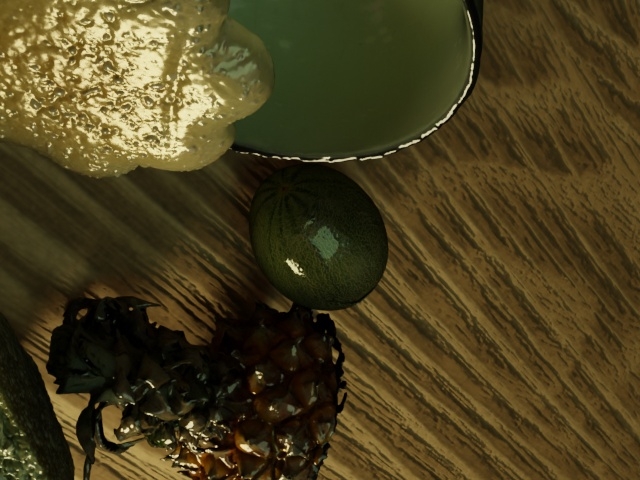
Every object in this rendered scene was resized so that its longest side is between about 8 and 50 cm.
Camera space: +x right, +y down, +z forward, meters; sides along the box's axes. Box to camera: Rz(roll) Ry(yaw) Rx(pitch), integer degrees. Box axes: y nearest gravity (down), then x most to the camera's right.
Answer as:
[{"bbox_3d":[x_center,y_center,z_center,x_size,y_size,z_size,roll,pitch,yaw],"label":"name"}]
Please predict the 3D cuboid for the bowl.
[{"bbox_3d":[-0.027,-0.239,1.061,0.354,0.353,0.185,63,36,-48],"label":"bowl"}]

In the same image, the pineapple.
[{"bbox_3d":[-0.153,0.149,1.353,0.271,0.262,0.262,21,111,-33],"label":"pineapple"}]

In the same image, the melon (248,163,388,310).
[{"bbox_3d":[0.000,0.000,1.376,0.139,0.139,0.192,-38,139,-4],"label":"melon"}]

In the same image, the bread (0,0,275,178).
[{"bbox_3d":[-0.192,-0.147,1.042,0.316,0.054,0.316,8,144,6],"label":"bread"}]

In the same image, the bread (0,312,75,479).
[{"bbox_3d":[-0.289,0.162,1.250,0.056,0.207,0.287,-21,118,-4],"label":"bread"}]
